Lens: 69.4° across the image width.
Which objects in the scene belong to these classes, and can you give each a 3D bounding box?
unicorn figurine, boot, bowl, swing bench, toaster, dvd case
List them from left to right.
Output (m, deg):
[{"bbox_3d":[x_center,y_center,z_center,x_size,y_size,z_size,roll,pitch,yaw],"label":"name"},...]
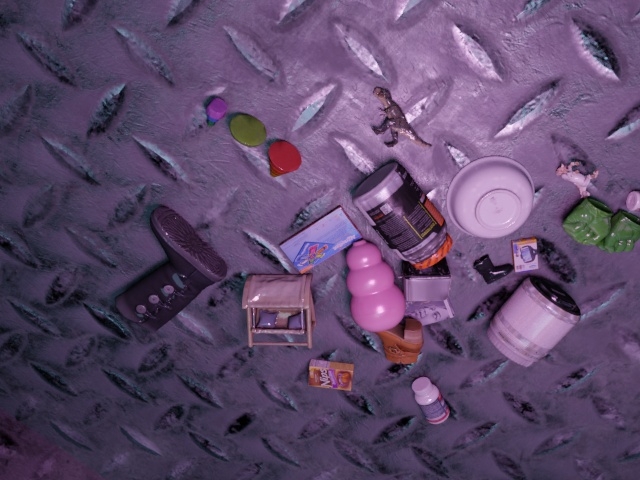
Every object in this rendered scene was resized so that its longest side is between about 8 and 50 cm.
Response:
[{"bbox_3d":[-0.641,0.126,1.801,0.445,0.146,0.367,-34,105,24],"label":"boot"},{"bbox_3d":[-0.155,0.266,1.787,0.254,0.165,0.254,-2,114,7],"label":"swing bench"},{"bbox_3d":[0.266,0.385,1.840,0.284,0.109,0.220,6,131,12],"label":"boot"},{"bbox_3d":[0.394,0.260,1.803,0.222,0.018,0.164,-20,110,14],"label":"dvd case"},{"bbox_3d":[0.371,0.131,1.665,0.186,0.168,0.110,-2,115,6],"label":"toaster"},{"bbox_3d":[0.629,0.095,1.691,0.121,0.045,0.099,-34,100,17],"label":"boot"},{"bbox_3d":[0.581,-0.122,1.547,0.298,0.134,0.297,2,115,5],"label":"bowl"},{"bbox_3d":[0.851,-0.199,1.517,0.162,0.111,0.060,41,74,11],"label":"unicorn figurine"}]

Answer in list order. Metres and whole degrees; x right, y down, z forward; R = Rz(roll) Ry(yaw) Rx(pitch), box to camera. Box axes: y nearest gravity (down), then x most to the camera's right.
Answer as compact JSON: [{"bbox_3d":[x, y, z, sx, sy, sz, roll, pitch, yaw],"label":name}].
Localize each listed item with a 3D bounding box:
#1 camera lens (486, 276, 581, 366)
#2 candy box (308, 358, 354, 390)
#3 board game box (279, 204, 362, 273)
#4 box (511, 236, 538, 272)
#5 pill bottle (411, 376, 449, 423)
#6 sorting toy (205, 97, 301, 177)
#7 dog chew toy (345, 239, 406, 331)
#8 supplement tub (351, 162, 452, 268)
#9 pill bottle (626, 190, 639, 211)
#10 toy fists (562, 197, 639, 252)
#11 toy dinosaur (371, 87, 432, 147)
[{"bbox_3d":[0.764,0.286,1.663,0.220,0.219,0.274,28,114,-6],"label":"camera lens"},{"bbox_3d":[0.044,0.572,1.964,0.187,0.053,0.109,6,115,5],"label":"candy box"},{"bbox_3d":[0.000,0.000,1.724,0.281,0.027,0.145,-32,106,18],"label":"board game box"},{"bbox_3d":[0.738,0.058,1.669,0.081,0.028,0.136,-11,111,11],"label":"box"},{"bbox_3d":[0.455,0.664,1.929,0.108,0.108,0.180,-24,110,16],"label":"pill bottle"},{"bbox_3d":[-0.243,-0.329,1.581,0.366,0.127,0.126,35,143,-7],"label":"sorting toy"},{"bbox_3d":[0.185,0.159,1.685,0.207,0.206,0.331,-16,95,13],"label":"dog chew toy"},{"bbox_3d":[0.282,-0.077,1.560,0.207,0.207,0.338,-36,105,20],"label":"supplement tub"},{"bbox_3d":[1.088,-0.126,1.524,0.120,0.067,0.067,5,115,4],"label":"pill bottle"},{"bbox_3d":[0.946,-0.035,1.547,0.279,0.096,0.142,15,128,-16],"label":"toy fists"},{"bbox_3d":[0.242,-0.370,1.515,0.118,0.064,0.268,-40,108,14],"label":"toy dinosaur"}]
